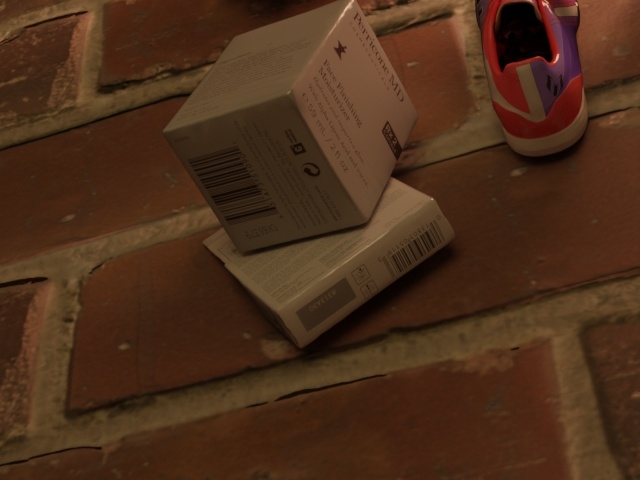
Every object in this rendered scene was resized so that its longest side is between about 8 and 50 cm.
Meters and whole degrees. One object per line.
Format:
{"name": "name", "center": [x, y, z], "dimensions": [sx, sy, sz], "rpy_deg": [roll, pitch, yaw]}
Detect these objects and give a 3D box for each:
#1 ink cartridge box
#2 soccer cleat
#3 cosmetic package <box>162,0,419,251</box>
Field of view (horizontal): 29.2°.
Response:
{"name": "ink cartridge box", "center": [0.000, 0.000, 1.191], "dimensions": [0.181, 0.056, 0.225], "rpy_deg": [-35, 25, -10]}
{"name": "soccer cleat", "center": [0.208, -0.225, 1.249], "dimensions": [0.109, 0.116, 0.318], "rpy_deg": [-13, 44, 14]}
{"name": "cosmetic package", "center": [-0.023, -0.111, 1.179], "dimensions": [0.151, 0.151, 0.183], "rpy_deg": [-13, 32, 33]}
